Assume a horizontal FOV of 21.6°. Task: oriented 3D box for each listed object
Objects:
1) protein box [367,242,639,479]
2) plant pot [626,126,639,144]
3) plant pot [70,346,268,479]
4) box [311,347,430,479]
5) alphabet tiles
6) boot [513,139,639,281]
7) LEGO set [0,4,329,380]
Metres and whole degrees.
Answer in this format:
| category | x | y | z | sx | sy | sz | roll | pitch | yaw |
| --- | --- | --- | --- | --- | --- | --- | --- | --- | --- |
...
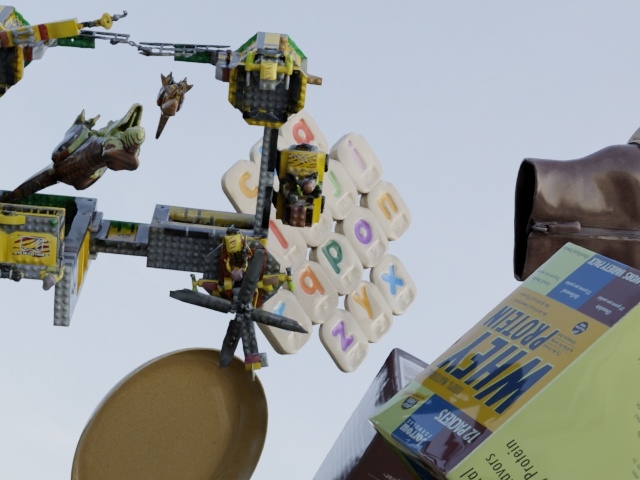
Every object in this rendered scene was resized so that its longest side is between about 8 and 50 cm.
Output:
| category | x | y | z | sx | sy | sz | roll | pitch | yaw |
| --- | --- | --- | --- | --- | --- | --- | --- | --- | --- |
| protein box | 0.185 | 0.149 | 1.194 | 0.200 | 0.201 | 0.136 | 53 | -10 | -22 |
| plant pot | 0.471 | -0.005 | 1.820 | 0.237 | 0.254 | 0.237 | -7 | -30 | -4 |
| plant pot | -0.157 | 0.211 | 1.706 | 0.032 | 0.236 | 0.236 | 31 | -13 | 46 |
| box | 0.093 | 0.244 | 1.607 | 0.167 | 0.203 | 0.168 | 29 | 13 | -6 |
| alphabet tiles | 0.000 | 0.000 | 1.937 | 0.021 | 0.284 | 0.278 | -15 | -66 | 46 |
| boot | 0.275 | 0.026 | 1.644 | 0.207 | 0.248 | 0.090 | -7 | 17 | -25 |
| LEGO set | -0.153 | -0.047 | 1.259 | 0.331 | 0.255 | 0.192 | 13 | 19 | -5 |
